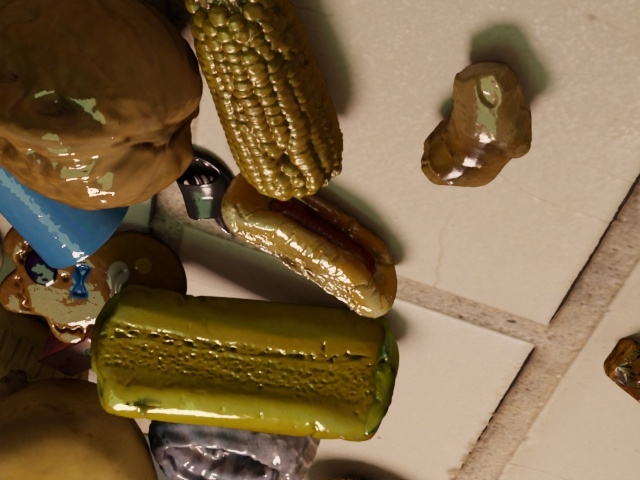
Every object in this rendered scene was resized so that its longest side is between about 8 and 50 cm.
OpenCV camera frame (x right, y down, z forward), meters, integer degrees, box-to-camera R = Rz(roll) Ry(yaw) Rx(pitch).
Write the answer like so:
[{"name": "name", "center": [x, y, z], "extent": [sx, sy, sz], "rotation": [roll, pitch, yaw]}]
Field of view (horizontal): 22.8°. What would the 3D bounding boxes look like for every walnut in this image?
[{"name": "walnut", "center": [-0.242, -0.149, 1.560], "extent": [0.257, 0.257, 0.224], "rotation": [15, 120, 8]}]

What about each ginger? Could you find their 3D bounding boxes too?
[{"name": "ginger", "center": [0.154, -0.110, 1.544], "extent": [0.095, 0.069, 0.190], "rotation": [20, 148, -9]}]

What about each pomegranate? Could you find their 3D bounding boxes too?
[{"name": "pomegranate", "center": [-0.378, 0.330, 2.121], "extent": [0.332, 0.332, 0.332], "rotation": [15, 149, 9]}]

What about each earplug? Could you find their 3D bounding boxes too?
[{"name": "earplug", "center": [-0.351, -0.102, 1.800], "extent": [0.132, 0.132, 0.273], "rotation": [-10, 134, 40]}]

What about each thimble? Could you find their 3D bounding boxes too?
[{"name": "thimble", "center": [-0.113, 0.249, 2.165], "extent": [0.236, 0.172, 0.205], "rotation": [4, 148, 23]}]

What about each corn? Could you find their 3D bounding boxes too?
[{"name": "corn", "center": [-0.052, -0.154, 1.552], "extent": [0.119, 0.119, 0.322], "rotation": [7, 142, 21]}]

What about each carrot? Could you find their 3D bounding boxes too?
[{"name": "carrot", "center": [0.425, 0.190, 1.870], "extent": [0.228, 0.069, 0.069], "rotation": [34, 146, -21]}]

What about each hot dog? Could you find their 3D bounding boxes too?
[{"name": "hot dog", "center": [0.000, 0.000, 1.792], "extent": [0.242, 0.084, 0.073], "rotation": [34, 147, -20]}]

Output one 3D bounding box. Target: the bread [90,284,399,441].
[{"name": "bread", "center": [-0.093, 0.151, 1.962], "extent": [0.383, 0.166, 0.112], "rotation": [7, -176, -10]}]

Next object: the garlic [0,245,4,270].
[{"name": "garlic", "center": [-0.477, 0.005, 2.068], "extent": [0.124, 0.099, 0.174], "rotation": [7, 149, -6]}]

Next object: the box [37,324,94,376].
[{"name": "box", "center": [-0.307, 0.111, 2.116], "extent": [0.060, 0.111, 0.156], "rotation": [29, 150, -27]}]

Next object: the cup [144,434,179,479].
[{"name": "cup", "center": [-0.294, 0.486, 2.501], "extent": [0.205, 0.312, 0.205], "rotation": [13, 146, 9]}]

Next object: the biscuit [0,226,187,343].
[{"name": "biscuit", "center": [-0.285, 0.047, 1.988], "extent": [0.236, 0.039, 0.180], "rotation": [7, 107, -1]}]

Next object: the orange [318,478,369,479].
[{"name": "orange", "center": [0.036, 0.468, 2.360], "extent": [0.236, 0.236, 0.236], "rotation": [15, 149, 9]}]

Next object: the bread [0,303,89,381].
[{"name": "bread", "center": [-0.445, 0.167, 2.286], "extent": [0.236, 0.106, 0.140], "rotation": [37, 144, -26]}]

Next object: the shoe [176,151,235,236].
[{"name": "shoe", "center": [-0.125, -0.039, 1.835], "extent": [0.062, 0.053, 0.159], "rotation": [6, 149, 28]}]
